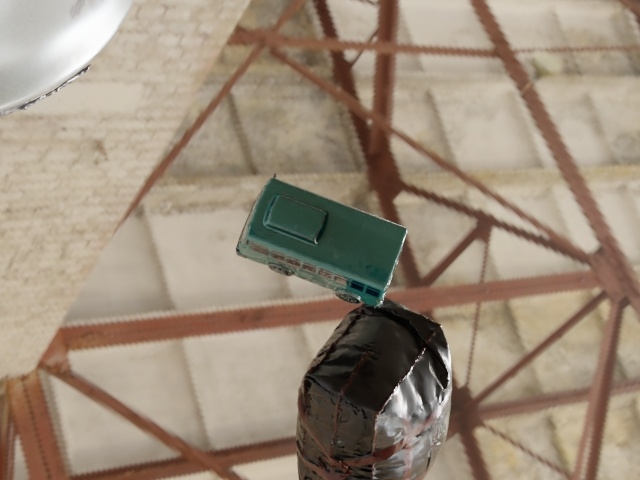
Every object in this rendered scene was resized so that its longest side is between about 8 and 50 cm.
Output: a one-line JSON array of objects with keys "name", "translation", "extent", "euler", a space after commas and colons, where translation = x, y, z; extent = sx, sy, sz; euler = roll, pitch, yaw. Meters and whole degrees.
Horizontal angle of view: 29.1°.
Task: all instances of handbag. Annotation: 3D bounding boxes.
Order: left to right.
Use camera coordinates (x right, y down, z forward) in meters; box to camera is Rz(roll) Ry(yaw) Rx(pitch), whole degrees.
[{"name": "handbag", "translation": [0.054, 0.189, 1.322], "extent": [0.155, 0.215, 0.169], "euler": [22, -136, 25]}]

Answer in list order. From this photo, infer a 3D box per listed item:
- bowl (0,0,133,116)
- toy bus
[{"name": "bowl", "translation": [-0.211, -0.226, 0.532], "extent": [0.346, 0.157, 0.345], "euler": [18, -131, -22]}, {"name": "toy bus", "translation": [0.000, 0.000, 1.231], "extent": [0.160, 0.092, 0.079], "euler": [21, -108, 3]}]
